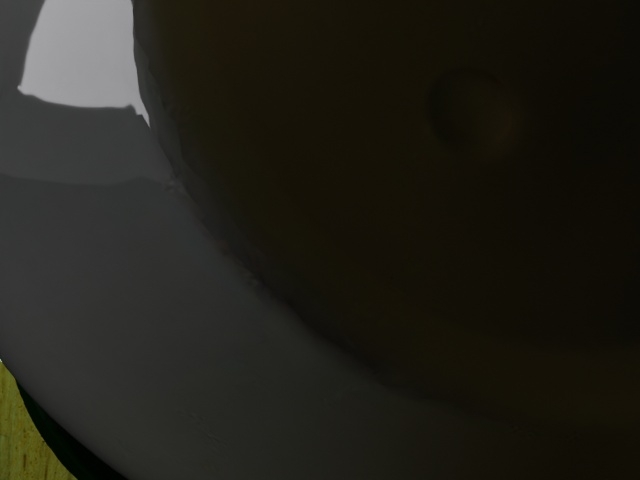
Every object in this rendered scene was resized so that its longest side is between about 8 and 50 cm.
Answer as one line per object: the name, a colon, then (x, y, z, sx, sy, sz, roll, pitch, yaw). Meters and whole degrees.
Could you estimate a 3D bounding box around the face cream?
face cream: (0.000, 0.000, 0.577, 0.219, 0.312, 0.357, -58, 6, -19)
